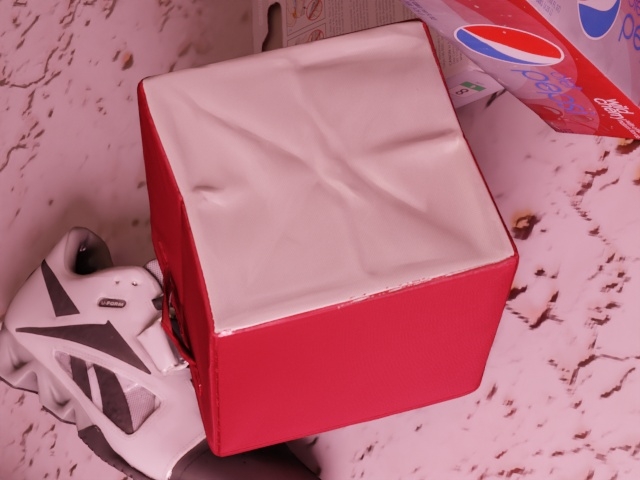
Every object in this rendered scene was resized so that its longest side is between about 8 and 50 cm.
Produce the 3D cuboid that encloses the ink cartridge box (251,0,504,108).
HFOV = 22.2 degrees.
[{"bbox_3d":[0.040,-0.167,1.199,0.224,0.056,0.181,-21,64,45],"label":"ink cartridge box"}]

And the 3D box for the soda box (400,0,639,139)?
[{"bbox_3d":[0.142,-0.140,0.984,0.092,0.263,0.084,8,80,33],"label":"soda box"}]

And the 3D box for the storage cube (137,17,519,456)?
[{"bbox_3d":[0.000,0.000,1.031,0.214,0.193,0.184,-14,64,-9],"label":"storage cube"}]

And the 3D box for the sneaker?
[{"bbox_3d":[-0.106,0.088,1.153,0.330,0.122,0.146,29,93,34],"label":"sneaker"}]
